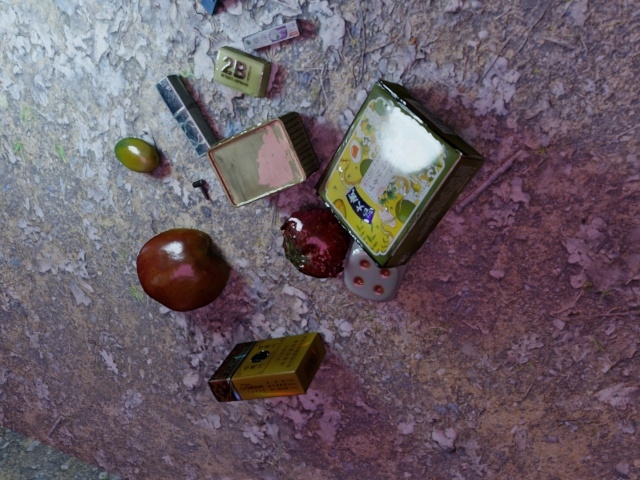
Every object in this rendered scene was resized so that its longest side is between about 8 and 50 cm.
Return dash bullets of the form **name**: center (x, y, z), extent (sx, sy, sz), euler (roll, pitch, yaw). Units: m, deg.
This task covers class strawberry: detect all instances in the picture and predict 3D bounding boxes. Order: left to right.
- **strawberry**: center (0.000, 0.000, 1.646), extent (0.274, 0.220, 0.274), euler (42, 154, 26)

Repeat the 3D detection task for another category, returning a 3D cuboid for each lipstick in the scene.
- **lipstick**: center (-0.461, -0.432, 1.695), extent (0.077, 0.076, 0.290), euler (-24, 106, 26)

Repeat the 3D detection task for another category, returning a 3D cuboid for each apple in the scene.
- **apple**: center (-0.558, 0.120, 1.969), extent (0.364, 0.295, 0.328), euler (-28, 139, 30)

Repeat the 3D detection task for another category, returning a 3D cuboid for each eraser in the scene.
- **eraser**: center (-0.255, -0.545, 1.573), extent (0.172, 0.058, 0.117), euler (24, 120, 8)

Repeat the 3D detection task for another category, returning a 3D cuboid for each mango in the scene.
- **mango**: center (-0.700, -0.323, 1.834), extent (0.194, 0.092, 0.130), euler (12, 120, 25)

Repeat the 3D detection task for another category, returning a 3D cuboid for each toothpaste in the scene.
- **toothpaste**: center (-0.151, -0.635, 1.503), extent (0.196, 0.040, 0.047), euler (-7, 115, 24)

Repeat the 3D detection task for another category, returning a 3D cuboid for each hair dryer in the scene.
- **hair dryer**: center (-0.447, -0.190, 1.836), extent (0.047, 0.026, 0.083), euler (-14, 116, 28)

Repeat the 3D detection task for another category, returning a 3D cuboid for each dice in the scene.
- **dice**: center (0.191, 0.079, 1.620), extent (0.193, 0.194, 0.192), euler (21, 121, 12)

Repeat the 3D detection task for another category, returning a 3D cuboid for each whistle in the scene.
- **whistle**: center (-0.312, -0.769, 1.488), extent (0.090, 0.090, 0.158), euler (54, 159, -9)

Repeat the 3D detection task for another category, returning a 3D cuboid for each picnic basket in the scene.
- **picnic basket**: center (-0.190, -0.271, 1.616), extent (0.312, 0.175, 0.228), euler (-18, 106, 23)

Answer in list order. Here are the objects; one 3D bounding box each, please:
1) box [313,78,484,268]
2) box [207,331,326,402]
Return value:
- **box**: center (0.207, -0.189, 1.422), extent (0.373, 0.138, 0.420), euler (51, 126, 30)
- **box**: center (-0.213, 0.506, 1.933), extent (0.414, 0.264, 0.116), euler (-13, 110, 26)
